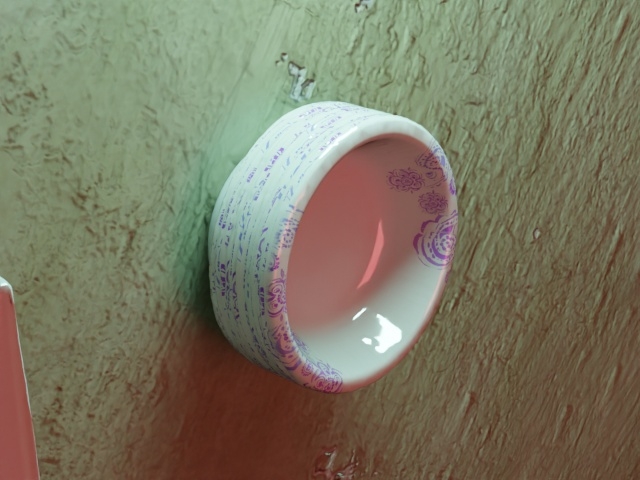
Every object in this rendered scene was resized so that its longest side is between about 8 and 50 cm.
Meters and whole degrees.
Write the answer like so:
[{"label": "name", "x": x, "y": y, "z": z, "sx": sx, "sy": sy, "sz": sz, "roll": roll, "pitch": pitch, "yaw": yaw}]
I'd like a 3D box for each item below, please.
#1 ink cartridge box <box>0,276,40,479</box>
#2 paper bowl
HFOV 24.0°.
[{"label": "ink cartridge box", "x": -0.377, "y": 0.068, "z": 0.889, "sx": 0.285, "sy": 0.395, "sz": 0.166, "roll": -15, "pitch": 115, "yaw": -29}, {"label": "paper bowl", "x": 0.000, "y": 0.000, "z": 1.517, "sx": 0.284, "sy": 0.148, "sz": 0.284, "roll": -20, "pitch": 119, "yaw": -42}]
